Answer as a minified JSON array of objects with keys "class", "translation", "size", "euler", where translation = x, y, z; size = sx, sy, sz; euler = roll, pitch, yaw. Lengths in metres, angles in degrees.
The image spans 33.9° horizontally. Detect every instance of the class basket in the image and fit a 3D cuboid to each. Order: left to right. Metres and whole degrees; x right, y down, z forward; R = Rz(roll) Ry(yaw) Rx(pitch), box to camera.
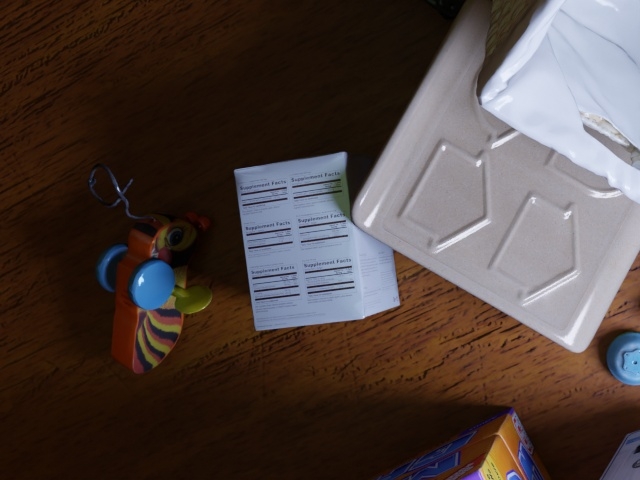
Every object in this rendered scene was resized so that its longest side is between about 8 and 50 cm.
[{"class":"basket","translation":[0.382,-0.242,1.093],"size":[0.328,0.266,0.331],"euler":[28,128,-11]}]

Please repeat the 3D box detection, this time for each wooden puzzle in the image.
[{"class":"wooden puzzle","translation":[0.248,-0.080,1.289],"size":[0.347,0.080,0.322],"euler":[30,85,-8]}]

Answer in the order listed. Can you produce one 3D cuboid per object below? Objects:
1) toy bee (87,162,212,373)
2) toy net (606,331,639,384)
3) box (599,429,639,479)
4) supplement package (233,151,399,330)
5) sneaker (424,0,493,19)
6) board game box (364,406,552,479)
[{"class":"toy bee","translation":[-0.216,0.032,1.453],"size":[0.195,0.162,0.298],"euler":[42,134,26]},{"class":"toy net","translation":[0.469,0.195,1.308],"size":[0.122,0.045,0.232],"euler":[-42,82,11]},{"class":"box","translation":[0.382,0.343,1.189],"size":[0.087,0.290,0.169],"euler":[-29,93,37]},{"class":"supplement package","translation":[0.000,0.000,1.357],"size":[0.149,0.194,0.203],"euler":[-8,89,17]},{"class":"sneaker","translation":[0.221,-0.376,1.320],"size":[0.482,0.185,0.202],"euler":[14,126,11]},{"class":"board game box","translation":[0.142,0.461,1.246],"size":[0.356,0.356,0.357],"euler":[-30,83,14]}]
